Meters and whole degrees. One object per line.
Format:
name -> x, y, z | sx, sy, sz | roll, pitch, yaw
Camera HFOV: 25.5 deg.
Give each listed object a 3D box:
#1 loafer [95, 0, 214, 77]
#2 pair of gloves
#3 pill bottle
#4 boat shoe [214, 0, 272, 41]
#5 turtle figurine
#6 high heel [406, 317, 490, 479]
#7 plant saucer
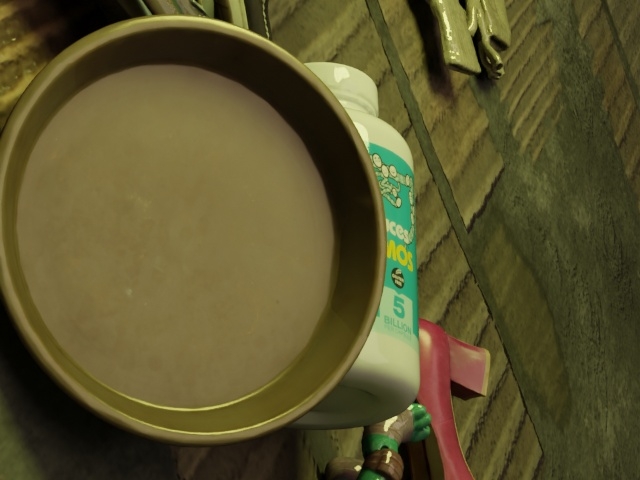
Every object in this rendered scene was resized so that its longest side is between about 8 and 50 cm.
loafer -> -0.108, -0.169, 0.980 | 0.084, 0.096, 0.267 | -44, 122, -15
pair of gloves -> 0.154, -0.282, 1.616 | 0.240, 0.042, 0.204 | -12, 85, -65
pill bottle -> 0.000, 0.000, 1.075 | 0.146, 0.146, 0.264 | 36, 47, -52
boat shoe -> -0.060, -0.233, 1.033 | 0.103, 0.092, 0.285 | 51, -18, 40
turtle figurine -> 0.035, 0.235, 1.039 | 0.118, 0.175, 0.234 | 37, 34, -22
high heel -> 0.082, 0.187, 1.250 | 0.117, 0.082, 0.244 | 20, 70, -22
plant saucer -> -0.083, -0.007, 0.910 | 0.277, 0.041, 0.278 | 5, 79, -29
